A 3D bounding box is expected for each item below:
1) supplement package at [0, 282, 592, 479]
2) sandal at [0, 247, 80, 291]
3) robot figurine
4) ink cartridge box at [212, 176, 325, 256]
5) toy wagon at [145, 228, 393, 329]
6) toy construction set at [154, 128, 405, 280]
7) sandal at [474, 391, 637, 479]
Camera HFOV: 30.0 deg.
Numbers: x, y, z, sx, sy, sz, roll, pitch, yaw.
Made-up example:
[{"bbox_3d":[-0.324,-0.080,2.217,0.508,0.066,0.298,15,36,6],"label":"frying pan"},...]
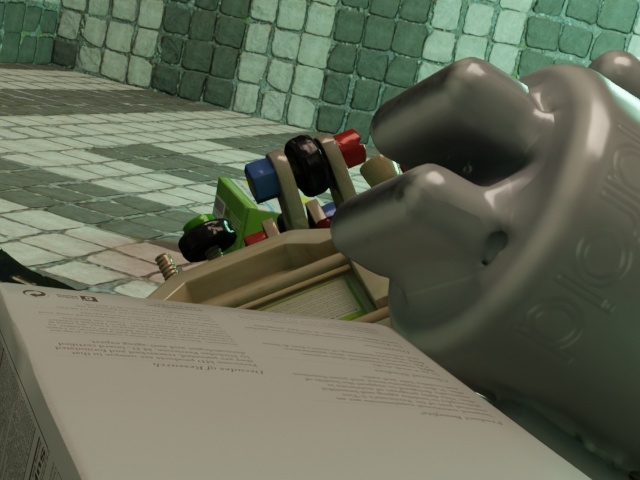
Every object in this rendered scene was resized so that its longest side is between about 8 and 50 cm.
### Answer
[{"bbox_3d":[-0.025,0.155,0.454,0.199,0.198,0.262,8,12,-24],"label":"supplement package"},{"bbox_3d":[-0.301,0.048,1.021,0.302,0.086,0.120,29,8,8],"label":"sandal"},{"bbox_3d":[0.183,0.029,0.735,0.353,0.300,0.199,29,-18,-19],"label":"robot figurine"},{"bbox_3d":[0.000,0.000,1.518,0.255,0.097,0.189,8,12,-17],"label":"ink cartridge box"},{"bbox_3d":[-0.041,0.084,0.843,0.267,0.068,0.344,-22,23,-3],"label":"toy wagon"},{"bbox_3d":[0.045,0.034,1.202,0.308,0.257,0.237,-16,71,-36],"label":"toy construction set"},{"bbox_3d":[0.071,0.105,0.926,0.445,0.107,0.167,10,9,29],"label":"sandal"}]
